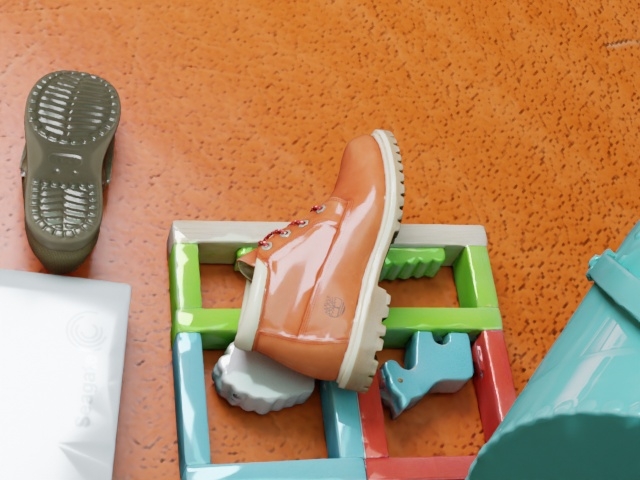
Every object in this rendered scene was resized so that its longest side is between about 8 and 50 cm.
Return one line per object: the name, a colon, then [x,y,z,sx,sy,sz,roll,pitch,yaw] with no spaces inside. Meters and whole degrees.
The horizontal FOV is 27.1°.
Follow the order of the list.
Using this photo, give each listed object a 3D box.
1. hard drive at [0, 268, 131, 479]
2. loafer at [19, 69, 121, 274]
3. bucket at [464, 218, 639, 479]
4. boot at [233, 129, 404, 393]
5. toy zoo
hard drive: [-0.256,0.096,0.650,0.307,0.040,0.203,7,57,-10]
loafer: [-0.146,-0.040,0.756,0.056,0.050,0.148,13,44,-11]
bucket: [0.213,0.122,0.617,0.281,0.281,0.183,42,52,10]
boot: [0.000,0.000,0.730,0.084,0.059,0.158,13,60,-2]
toy zoo: [0.020,0.124,0.716,0.192,0.030,0.293,0,62,-15]
